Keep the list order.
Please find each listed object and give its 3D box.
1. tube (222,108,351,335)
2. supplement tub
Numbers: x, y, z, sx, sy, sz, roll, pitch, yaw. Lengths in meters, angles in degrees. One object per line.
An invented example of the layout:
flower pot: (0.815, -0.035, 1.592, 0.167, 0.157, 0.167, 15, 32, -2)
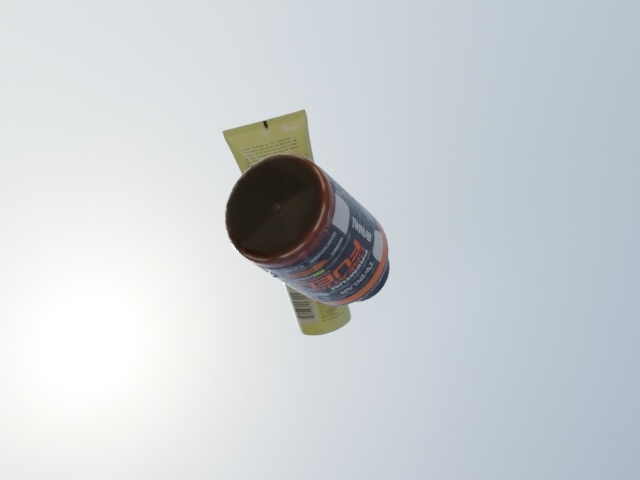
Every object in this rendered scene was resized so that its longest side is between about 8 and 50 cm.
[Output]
tube: (-0.025, -0.016, 0.983, 0.070, 0.240, 0.062, -27, -161, -28)
supplement tub: (0.000, 0.000, 0.863, 0.106, 0.198, 0.106, -9, -112, 24)
